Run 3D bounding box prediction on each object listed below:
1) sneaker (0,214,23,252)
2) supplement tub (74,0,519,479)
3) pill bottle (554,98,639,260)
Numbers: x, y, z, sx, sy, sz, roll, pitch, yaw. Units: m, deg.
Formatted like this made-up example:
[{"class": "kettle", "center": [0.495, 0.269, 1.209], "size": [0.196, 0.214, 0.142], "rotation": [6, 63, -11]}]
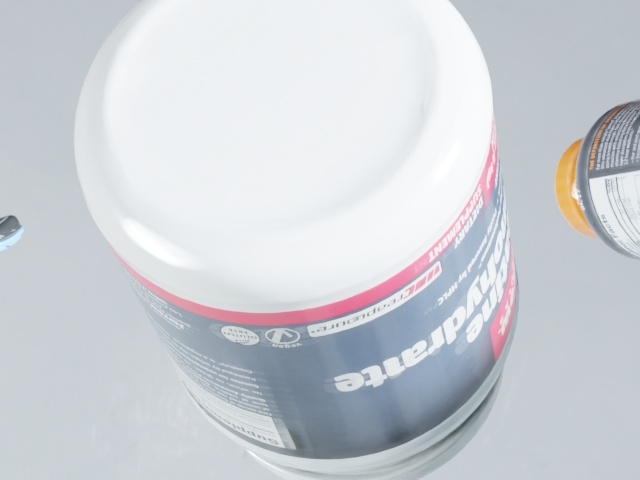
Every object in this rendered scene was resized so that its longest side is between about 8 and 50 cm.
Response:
[{"class": "sneaker", "center": [-0.365, -0.010, 1.626], "size": [0.188, 0.067, 0.078], "rotation": [-4, 83, -25]}, {"class": "supplement tub", "center": [0.000, 0.000, 0.881], "size": [0.191, 0.272, 0.191], "rotation": [-5, 60, 8]}, {"class": "pill bottle", "center": [0.283, -0.052, 1.342], "size": [0.130, 0.246, 0.130], "rotation": [2, 86, -28]}]
